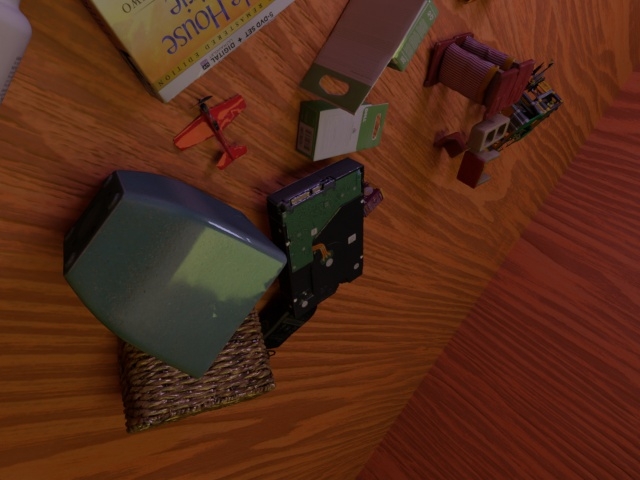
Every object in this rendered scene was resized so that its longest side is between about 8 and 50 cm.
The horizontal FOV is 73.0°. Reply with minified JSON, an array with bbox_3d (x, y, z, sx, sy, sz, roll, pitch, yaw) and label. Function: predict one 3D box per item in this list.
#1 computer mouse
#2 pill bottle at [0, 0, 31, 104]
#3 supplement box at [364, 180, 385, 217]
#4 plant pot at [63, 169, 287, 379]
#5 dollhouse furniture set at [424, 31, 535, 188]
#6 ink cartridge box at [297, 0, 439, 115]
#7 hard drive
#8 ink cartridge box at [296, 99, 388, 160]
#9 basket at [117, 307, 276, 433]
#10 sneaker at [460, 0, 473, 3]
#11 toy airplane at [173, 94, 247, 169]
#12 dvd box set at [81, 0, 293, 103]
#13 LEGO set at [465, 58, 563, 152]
[{"bbox_3d":[-0.128,0.225,1.164,0.272,0.072,0.188,-42,147,6],"label":"computer mouse"},{"bbox_3d":[-0.384,-0.217,0.443,0.131,0.131,0.229,20,103,-53],"label":"pill bottle"},{"bbox_3d":[0.124,-0.112,1.160,0.083,0.055,0.043,-46,143,-9],"label":"supplement box"},{"bbox_3d":[-0.258,0.026,0.705,0.252,0.247,0.248,35,92,-38],"label":"plant pot"},{"bbox_3d":[0.385,-0.326,1.158,0.152,0.201,0.374,-31,145,-28],"label":"dollhouse furniture set"},{"bbox_3d":[0.083,-0.353,0.810,0.056,0.171,0.235,20,105,-53],"label":"ink cartridge box"},{"bbox_3d":[0.000,0.000,1.014,0.237,0.064,0.339,-31,138,-28],"label":"hard drive"},{"bbox_3d":[0.050,-0.252,0.952,0.209,0.062,0.109,-21,134,-37],"label":"ink cartridge box"},{"bbox_3d":[-0.284,0.272,0.962,0.299,0.223,0.213,-6,158,-33],"label":"basket"},{"bbox_3d":[0.337,-0.615,0.965,0.067,0.064,0.175,-37,140,-5],"label":"sneaker"},{"bbox_3d":[-0.184,-0.189,0.776,0.151,0.028,0.151,-27,138,-28],"label":"toy airplane"},{"bbox_3d":[-0.204,-0.428,0.521,0.307,0.062,0.420,-44,143,-13],"label":"dvd box set"},{"bbox_3d":[0.572,-0.411,1.349,0.331,0.192,0.255,-32,169,-22],"label":"LEGO set"}]
